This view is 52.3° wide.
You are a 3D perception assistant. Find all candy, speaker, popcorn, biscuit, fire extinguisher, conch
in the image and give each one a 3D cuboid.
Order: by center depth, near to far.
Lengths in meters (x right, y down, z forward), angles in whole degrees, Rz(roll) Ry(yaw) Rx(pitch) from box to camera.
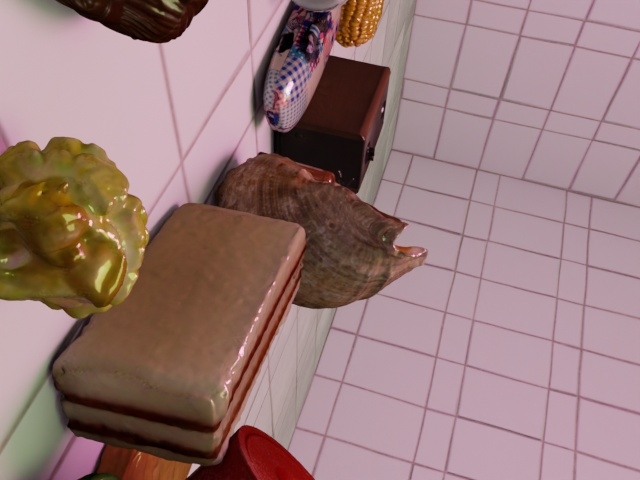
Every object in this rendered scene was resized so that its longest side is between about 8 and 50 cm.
[{"bbox_3d":[-0.196,-0.005,0.498,0.126,0.126,0.145,-81,-162,-49],"label":"popcorn"},{"bbox_3d":[-0.145,0.092,0.773,0.320,0.180,0.135,-65,167,-47],"label":"candy"},{"bbox_3d":[-0.243,0.330,0.956,0.351,0.057,0.312,-66,166,-46],"label":"biscuit"},{"bbox_3d":[-0.009,0.015,1.008,0.297,0.352,0.209,27,94,-46],"label":"conch"},{"bbox_3d":[-0.029,-0.115,1.158,0.050,0.177,0.062,-63,166,-50],"label":"fire extinguisher"},{"bbox_3d":[0.030,-0.235,1.281,0.153,0.193,0.230,93,14,-48],"label":"speaker"}]

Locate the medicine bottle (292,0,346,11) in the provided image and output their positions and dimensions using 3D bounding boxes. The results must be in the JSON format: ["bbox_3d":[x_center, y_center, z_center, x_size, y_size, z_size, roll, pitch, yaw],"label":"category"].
[{"bbox_3d":[0.014,-0.452,1.025,0.135,0.135,0.168,96,13,-45],"label":"medicine bottle"}]

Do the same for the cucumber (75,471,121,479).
[{"bbox_3d":[-0.285,0.336,0.578,0.325,0.105,0.145,-61,136,-58],"label":"cucumber"}]

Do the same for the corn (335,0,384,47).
[{"bbox_3d":[0.065,-0.534,1.212,0.387,0.144,0.143,100,9,-59],"label":"corn"}]

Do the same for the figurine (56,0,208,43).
[{"bbox_3d":[-0.102,-0.309,0.501,0.168,0.188,0.315,-57,169,-76],"label":"figurine"}]

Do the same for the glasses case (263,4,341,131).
[{"bbox_3d":[-0.028,-0.333,1.138,0.125,0.076,0.327,84,22,-60],"label":"glasses case"}]

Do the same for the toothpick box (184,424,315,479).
[{"bbox_3d":[-0.145,0.401,0.746,0.333,0.204,0.204,-44,169,-1],"label":"toothpick box"}]
